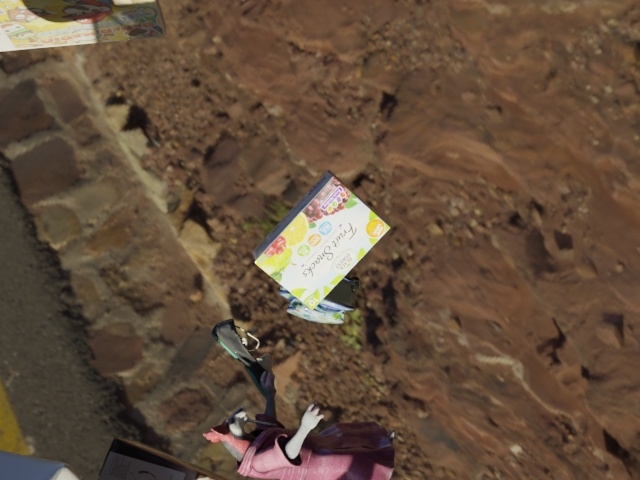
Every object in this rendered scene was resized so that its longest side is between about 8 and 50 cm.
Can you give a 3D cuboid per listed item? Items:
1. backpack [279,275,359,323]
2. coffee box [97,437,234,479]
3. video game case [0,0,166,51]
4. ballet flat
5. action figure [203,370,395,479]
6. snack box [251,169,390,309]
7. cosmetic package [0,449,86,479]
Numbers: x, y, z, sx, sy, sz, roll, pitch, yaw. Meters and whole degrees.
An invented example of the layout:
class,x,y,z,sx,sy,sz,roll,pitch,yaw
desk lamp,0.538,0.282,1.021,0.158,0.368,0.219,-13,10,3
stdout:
class,x,y,z,sx,sy,sz,roll,pitch,yaw
backpack,-0.010,0.084,1.500,0.114,0.105,0.084,2,74,61
coffee box,-0.267,0.491,1.843,0.297,0.168,0.119,19,79,9
video game case,-0.312,-0.285,1.154,0.227,0.206,0.026,-6,80,-4
ballet flat,-0.144,0.245,2.002,0.074,0.074,0.203,-39,97,2
action figure,-0.043,0.413,1.803,0.370,0.248,0.276,11,93,-8
snack box,0.000,0.000,1.160,0.141,0.100,0.037,-47,23,7
cosmetic package,-0.528,0.568,1.578,0.393,0.329,0.327,-3,43,40
